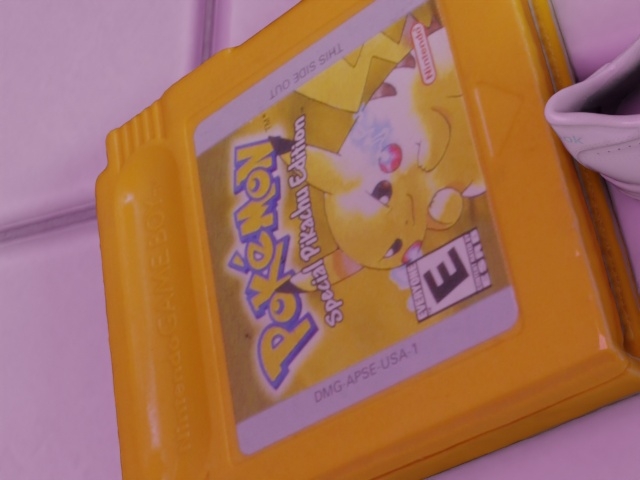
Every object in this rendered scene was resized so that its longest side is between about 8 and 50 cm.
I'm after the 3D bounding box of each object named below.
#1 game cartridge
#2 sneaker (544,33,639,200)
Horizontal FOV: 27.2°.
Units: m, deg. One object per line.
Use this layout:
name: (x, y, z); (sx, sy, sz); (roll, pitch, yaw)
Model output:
game cartridge: (0.000, 0.000, 0.719); (0.323, 0.052, 0.285); (-29, 58, 31)
sneaker: (0.190, -0.089, 0.545); (0.212, 0.094, 0.080); (-36, 53, 28)
